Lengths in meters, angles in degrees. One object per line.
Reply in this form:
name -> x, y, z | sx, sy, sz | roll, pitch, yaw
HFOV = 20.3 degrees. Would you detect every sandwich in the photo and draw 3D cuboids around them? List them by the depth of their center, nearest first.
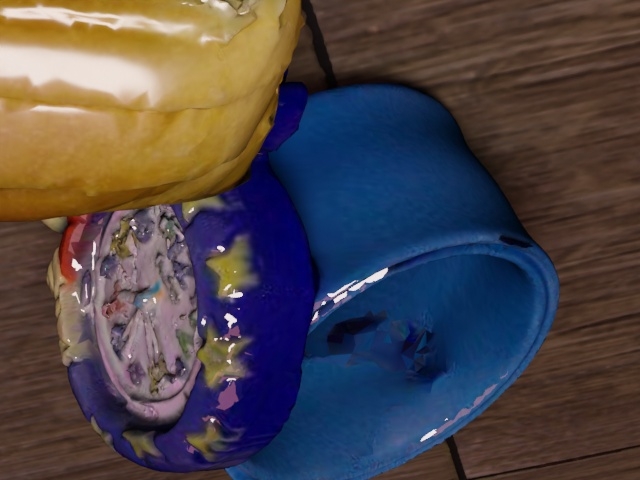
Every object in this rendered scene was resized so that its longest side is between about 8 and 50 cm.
sandwich -> -0.141, -0.097, 0.487 | 0.251, 0.226, 0.087 | -1, 134, -13

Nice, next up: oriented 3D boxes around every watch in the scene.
watch -> -0.002, 0.010, 0.763 | 0.200, 0.171, 0.196 | 4, 142, -38
